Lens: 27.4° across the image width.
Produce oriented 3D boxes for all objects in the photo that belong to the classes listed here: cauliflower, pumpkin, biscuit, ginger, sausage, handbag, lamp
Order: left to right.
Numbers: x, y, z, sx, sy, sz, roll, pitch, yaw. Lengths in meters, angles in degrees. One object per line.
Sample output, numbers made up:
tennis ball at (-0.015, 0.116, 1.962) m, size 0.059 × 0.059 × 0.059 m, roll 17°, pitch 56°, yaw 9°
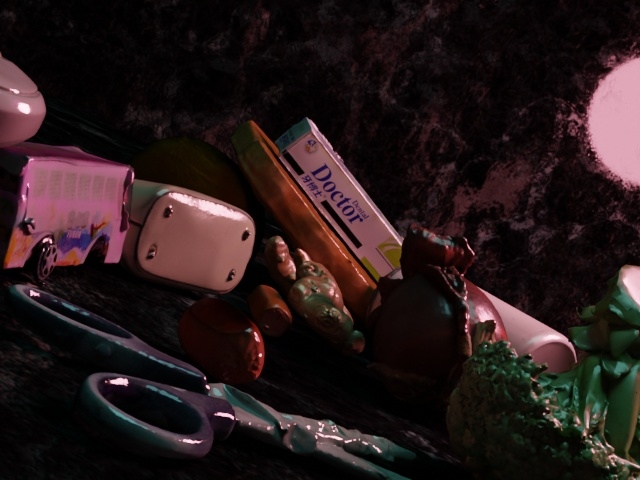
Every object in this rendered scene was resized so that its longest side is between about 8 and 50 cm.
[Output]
handbag at (-0.241, -0.044, 1.493) m, size 0.315 × 0.109 × 0.241 m, roll 25°, pitch 2°, yaw 36°
pumpkin at (-0.152, -0.062, 1.971) m, size 0.312 × 0.148 × 0.169 m, roll 35°, pitch 13°, yaw 35°
sausage at (-0.084, 0.087, 1.113) m, size 0.059 × 0.054 × 0.094 m, roll -18°, pitch 30°, yaw -28°
sausage at (-0.059, 0.078, 1.482) m, size 0.039 × 0.041 × 0.131 m, roll 34°, pitch 2°, yaw -11°
biscuit at (-0.002, 0.001, 1.856) m, size 0.385 × 0.062 × 0.365 m, roll 51°, pitch 3°, yaw -15°
ginger at (0.006, 0.081, 1.545) m, size 0.149 × 0.065 × 0.258 m, roll 50°, pitch -4°, yaw -20°
lamp at (0.132, 0.106, 1.479) m, size 0.151 × 0.223 × 0.215 m, roll 20°, pitch -39°, yaw -7°
cauliflower at (0.260, 0.149, 1.162) m, size 0.272 × 0.250 × 0.275 m, roll 25°, pitch 8°, yaw 8°

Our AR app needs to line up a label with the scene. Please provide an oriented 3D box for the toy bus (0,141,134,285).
toy bus at (-0.251, -0.028, 1.193) m, size 0.090 × 0.112 × 0.274 m, roll 18°, pitch 4°, yaw 10°

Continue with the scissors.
scissors at (-0.040, 0.137, 0.972) m, size 0.383 × 0.029 × 0.256 m, roll 25°, pitch 5°, yaw -31°

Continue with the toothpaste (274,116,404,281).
toothpaste at (0.061, -0.021, 1.843) m, size 0.336 × 0.067 × 0.081 m, roll 51°, pitch 5°, yaw -18°

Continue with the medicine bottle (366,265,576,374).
medicine bottle at (0.182, 0.131, 1.637) m, size 0.143 × 0.143 × 0.258 m, roll 22°, pitch 6°, yaw -46°

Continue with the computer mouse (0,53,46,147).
computer mouse at (-0.360, -0.128, 0.986) m, size 0.297 × 0.121 × 0.184 m, roll -4°, pitch 10°, yaw -11°
